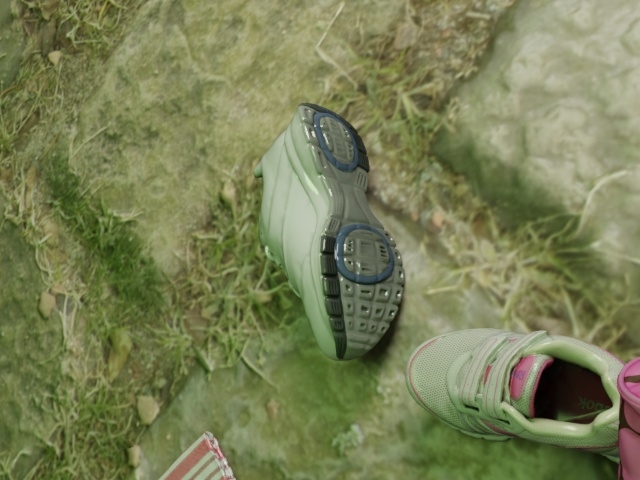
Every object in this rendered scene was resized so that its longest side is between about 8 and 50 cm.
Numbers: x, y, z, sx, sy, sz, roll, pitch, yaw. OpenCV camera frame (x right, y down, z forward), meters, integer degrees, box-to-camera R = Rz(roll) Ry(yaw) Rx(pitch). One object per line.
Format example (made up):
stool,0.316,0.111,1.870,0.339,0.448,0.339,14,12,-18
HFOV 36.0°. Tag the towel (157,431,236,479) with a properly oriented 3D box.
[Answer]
towel,-0.124,0.314,1.014,0.144,0.029,0.197,-46,47,11

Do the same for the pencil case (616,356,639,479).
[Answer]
pencil case,0.251,0.189,0.693,0.095,0.098,0.209,0,100,20

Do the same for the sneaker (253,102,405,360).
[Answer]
sneaker,0.000,0.000,1.035,0.129,0.111,0.297,-40,45,36

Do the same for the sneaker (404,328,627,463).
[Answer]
sneaker,0.173,0.118,0.825,0.252,0.111,0.102,3,71,38
